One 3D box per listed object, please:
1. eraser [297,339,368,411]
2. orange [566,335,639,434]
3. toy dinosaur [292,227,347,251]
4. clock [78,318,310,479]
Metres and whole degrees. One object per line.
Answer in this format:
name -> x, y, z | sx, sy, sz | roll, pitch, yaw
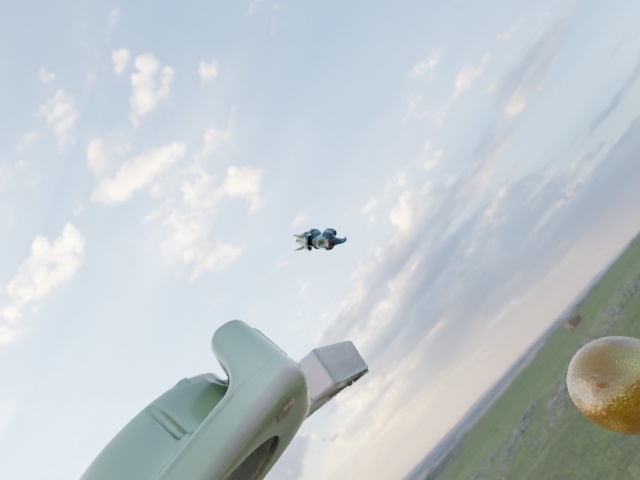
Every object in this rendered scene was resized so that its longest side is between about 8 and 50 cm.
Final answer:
eraser -> -0.044, 0.307, 1.143 | 0.287, 0.086, 0.130 | -46, -23, 29
orange -> 0.678, 0.322, 1.294 | 0.236, 0.236, 0.236 | -39, -22, -19
toy dinosaur -> 0.000, 0.000, 0.901 | 0.047, 0.083, 0.031 | -74, -19, -74
clock -> -0.085, 0.146, 0.345 | 0.191, 0.062, 0.151 | -47, -18, -20
